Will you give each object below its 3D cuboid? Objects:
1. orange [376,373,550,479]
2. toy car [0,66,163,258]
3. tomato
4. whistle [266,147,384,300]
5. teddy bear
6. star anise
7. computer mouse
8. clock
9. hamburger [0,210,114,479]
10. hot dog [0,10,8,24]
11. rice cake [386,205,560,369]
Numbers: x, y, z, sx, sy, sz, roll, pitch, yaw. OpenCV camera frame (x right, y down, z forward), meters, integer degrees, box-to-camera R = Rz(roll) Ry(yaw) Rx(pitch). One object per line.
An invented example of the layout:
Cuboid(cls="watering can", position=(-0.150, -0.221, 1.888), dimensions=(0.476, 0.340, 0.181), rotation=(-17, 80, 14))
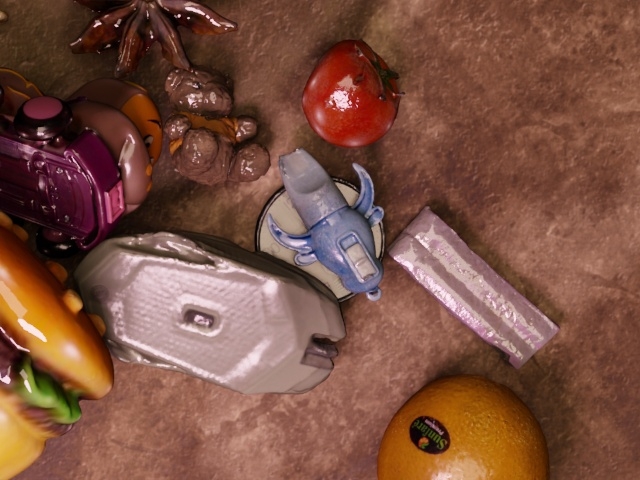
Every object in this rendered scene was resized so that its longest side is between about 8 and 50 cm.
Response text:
Cuboid(cls="orange", position=(0.220, 0.342, 1.832), dimensions=(0.274, 0.274, 0.274), rotation=(0, 91, -3))
Cuboid(cls="toy car", position=(-0.406, -0.147, 1.815), dimensions=(0.340, 0.240, 0.271), rotation=(19, 135, 16))
Cuboid(cls="tomato", position=(0.045, -0.226, 1.877), dimensions=(0.167, 0.167, 0.167), rotation=(0, 91, -3))
Cuboid(cls="whistle", position=(0.019, -0.022, 1.868), dimensions=(0.180, 0.093, 0.269), rotation=(-30, 85, -8))
Cuboid(cls="teddy bear", position=(-0.180, -0.183, 1.881), dimensions=(0.177, 0.140, 0.190), rotation=(3, 79, -44))
Cuboid(cls="star anise", position=(-0.265, -0.364, 1.874), dimensions=(0.288, 0.088, 0.288), rotation=(0, 66, -1))
Cuboid(cls="computer mouse", position=(-0.171, 0.101, 1.868), dimensions=(0.428, 0.145, 0.228), rotation=(19, 106, -8))
Cuboid(cls="clock", position=(0.000, 0.000, 1.926), dimensions=(0.214, 0.042, 0.215), rotation=(0, 91, -2))
Cuboid(cls="hamburger", position=(-0.462, 0.135, 1.678), dimensions=(0.277, 0.396, 0.396), rotation=(-42, 92, -12))
Cuboid(cls="hot dog", position=(-0.543, -0.349, 1.903), dimensions=(0.090, 0.030, 0.034), rotation=(-24, 90, -3))
Cuboid(cls="rice cake", position=(0.246, 0.081, 1.934), dimensions=(0.298, 0.050, 0.106), rotation=(42, 89, -3))
